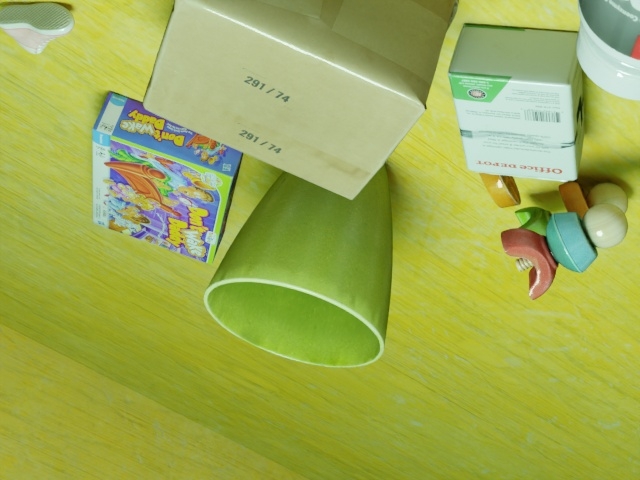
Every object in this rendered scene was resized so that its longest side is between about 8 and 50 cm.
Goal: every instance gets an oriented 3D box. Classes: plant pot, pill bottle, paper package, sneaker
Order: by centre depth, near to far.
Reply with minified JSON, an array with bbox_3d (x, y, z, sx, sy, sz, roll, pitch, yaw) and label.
[{"bbox_3d":[0.345,-0.273,1.127,0.161,0.161,0.283,13,153,9],"label":"pill bottle"},{"bbox_3d":[-0.037,-0.231,1.441,0.325,0.168,0.309,22,155,-9],"label":"paper package"},{"bbox_3d":[-0.402,-0.306,1.655,0.134,0.051,0.070,8,154,26],"label":"sneaker"},{"bbox_3d":[0.000,0.000,1.716,0.275,0.293,0.275,14,154,7],"label":"plant pot"}]

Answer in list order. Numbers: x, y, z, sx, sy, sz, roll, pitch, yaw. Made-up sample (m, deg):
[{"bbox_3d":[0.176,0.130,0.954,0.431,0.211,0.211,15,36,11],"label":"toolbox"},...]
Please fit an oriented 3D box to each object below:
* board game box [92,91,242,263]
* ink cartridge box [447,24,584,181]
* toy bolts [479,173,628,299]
[{"bbox_3d":[-0.266,-0.097,1.938,0.233,0.078,0.347,19,153,-2],"label":"board game box"},{"bbox_3d":[0.257,-0.172,1.457,0.153,0.087,0.208,8,151,18],"label":"ink cartridge box"},{"bbox_3d":[0.329,-0.050,1.559,0.158,0.228,0.218,-26,112,19],"label":"toy bolts"}]
